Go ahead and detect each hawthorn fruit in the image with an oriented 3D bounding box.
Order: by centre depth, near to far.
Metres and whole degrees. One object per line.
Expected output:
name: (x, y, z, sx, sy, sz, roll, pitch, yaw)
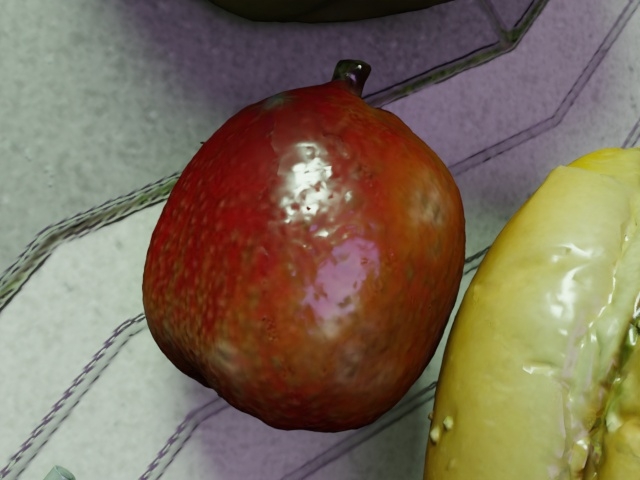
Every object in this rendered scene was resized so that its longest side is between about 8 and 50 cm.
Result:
hawthorn fruit: (0.000, 0.000, 0.382, 0.169, 0.169, 0.188, 23, 92, -21)

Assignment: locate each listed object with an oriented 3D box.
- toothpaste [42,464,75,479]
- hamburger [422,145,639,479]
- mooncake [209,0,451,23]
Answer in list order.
toothpaste: (-0.162, 0.158, 0.394, 0.024, 0.015, 0.083, 38, 81, -19)
hamburger: (0.178, 0.104, 0.421, 0.290, 0.170, 0.314, 17, 89, -52)
mooncake: (0.019, -0.314, 0.383, 0.378, 0.201, 0.378, 1, 88, -22)
